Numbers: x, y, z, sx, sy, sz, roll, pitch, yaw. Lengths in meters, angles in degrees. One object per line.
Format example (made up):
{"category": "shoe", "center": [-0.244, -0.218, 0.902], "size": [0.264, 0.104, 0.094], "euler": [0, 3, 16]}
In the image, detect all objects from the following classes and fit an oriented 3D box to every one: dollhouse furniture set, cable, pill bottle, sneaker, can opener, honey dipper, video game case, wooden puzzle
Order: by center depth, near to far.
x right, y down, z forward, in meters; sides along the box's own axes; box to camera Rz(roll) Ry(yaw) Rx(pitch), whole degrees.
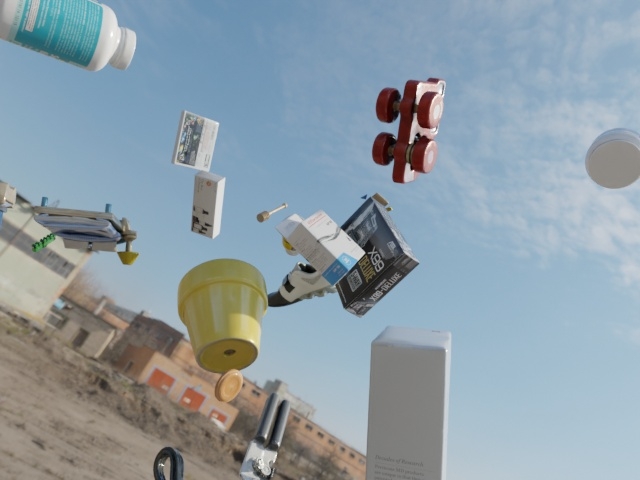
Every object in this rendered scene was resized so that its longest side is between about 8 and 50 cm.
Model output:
{"category": "dollhouse furniture set", "center": [-0.492, 0.026, 0.876], "size": [0.303, 0.198, 0.286], "euler": [5, -9, -15]}
{"category": "cable", "center": [-0.272, 0.545, 0.989], "size": [0.072, 0.140, 0.287], "euler": [40, -10, -38]}
{"category": "pill bottle", "center": [-0.536, -0.452, 1.041], "size": [0.263, 0.147, 0.146], "euler": [12, -6, -40]}
{"category": "can opener", "center": [-0.142, 0.502, 1.231], "size": [0.074, 0.280, 0.093], "euler": [34, -61, -7]}
{"category": "pill bottle", "center": [-0.072, -0.010, 1.330], "size": [0.065, 0.065, 0.116], "euler": [25, -33, 13]}
{"category": "pill bottle", "center": [0.818, -0.226, 1.365], "size": [0.153, 0.264, 0.153], "euler": [11, -69, 30]}
{"category": "honey dipper", "center": [-0.156, -0.096, 1.625], "size": [0.030, 0.160, 0.031], "euler": [9, -68, 24]}
{"category": "video game case", "center": [-0.456, -0.359, 1.806], "size": [0.022, 0.191, 0.173], "euler": [17, 6, 31]}
{"category": "wooden puzzle", "center": [0.214, -0.142, 1.888], "size": [0.078, 0.014, 0.116], "euler": [-34, -64, 26]}
{"category": "sneaker", "center": [-0.087, 0.157, 1.892], "size": [0.330, 0.122, 0.146], "euler": [-19, -81, 24]}

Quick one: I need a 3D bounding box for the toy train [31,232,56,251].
{"category": "toy train", "center": [-0.717, 0.005, 1.285], "size": [0.017, 0.083, 0.024], "euler": [10, -63, 9]}

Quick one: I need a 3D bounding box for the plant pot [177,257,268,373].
{"category": "plant pot", "center": [-0.261, 0.219, 1.354], "size": [0.253, 0.239, 0.254], "euler": [-9, -45, -9]}

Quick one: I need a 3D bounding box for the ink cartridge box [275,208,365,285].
{"category": "ink cartridge box", "center": [0.000, 0.000, 1.077], "size": [0.180, 0.104, 0.060], "euler": [45, -57, 3]}

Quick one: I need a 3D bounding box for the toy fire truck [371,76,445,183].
{"category": "toy fire truck", "center": [0.290, -0.325, 1.463], "size": [0.169, 0.253, 0.303], "euler": [17, -67, 34]}

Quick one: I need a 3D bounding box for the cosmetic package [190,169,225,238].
{"category": "cosmetic package", "center": [-0.420, -0.131, 1.834], "size": [0.098, 0.060, 0.239], "euler": [17, -60, 9]}

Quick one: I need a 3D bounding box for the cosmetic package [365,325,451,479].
{"category": "cosmetic package", "center": [0.197, 0.435, 1.090], "size": [0.161, 0.454, 0.230], "euler": [3, -1, 17]}

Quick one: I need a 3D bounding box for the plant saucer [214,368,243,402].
{"category": "plant saucer", "center": [-0.221, 0.355, 1.204], "size": [0.013, 0.084, 0.083], "euler": [18, -25, 39]}

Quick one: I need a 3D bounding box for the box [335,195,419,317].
{"category": "box", "center": [0.138, 0.043, 1.493], "size": [0.076, 0.242, 0.308], "euler": [32, 22, -32]}
